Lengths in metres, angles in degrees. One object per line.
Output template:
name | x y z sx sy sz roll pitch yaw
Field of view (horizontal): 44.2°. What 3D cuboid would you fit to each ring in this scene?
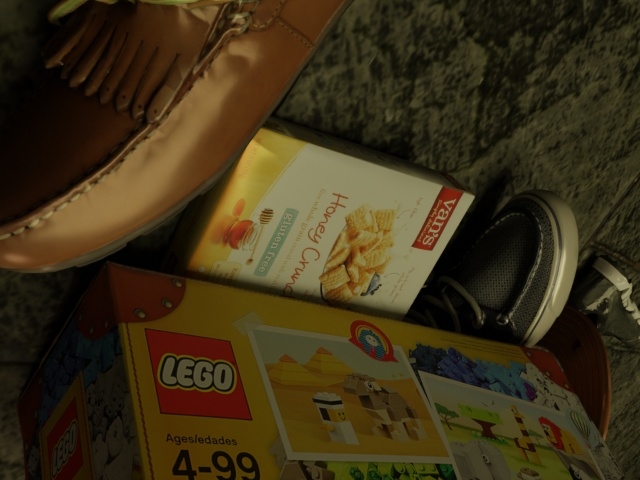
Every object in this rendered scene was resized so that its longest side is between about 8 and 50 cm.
ring | 0.231 0.232 0.940 0.032 0.336 0.336 26 109 -13

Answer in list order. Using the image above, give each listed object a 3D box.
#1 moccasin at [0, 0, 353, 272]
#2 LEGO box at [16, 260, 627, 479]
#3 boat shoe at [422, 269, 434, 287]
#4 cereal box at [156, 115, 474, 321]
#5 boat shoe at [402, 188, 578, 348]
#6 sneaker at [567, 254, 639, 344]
moccasin | -0.063 -0.143 0.427 0.380 0.139 0.147 -44 142 -2
LEGO box | 0.051 0.254 0.614 0.500 0.372 0.193 15 128 -36
boat shoe | 0.088 0.007 0.789 0.042 0.049 0.133 -40 139 6
cereal box | 0.000 0.000 0.666 0.240 0.047 0.173 12 115 -36
boat shoe | 0.143 0.095 0.862 0.158 0.127 0.340 -1 124 -36
sneaker | 0.426 0.113 1.197 0.106 0.078 0.234 -42 140 1
